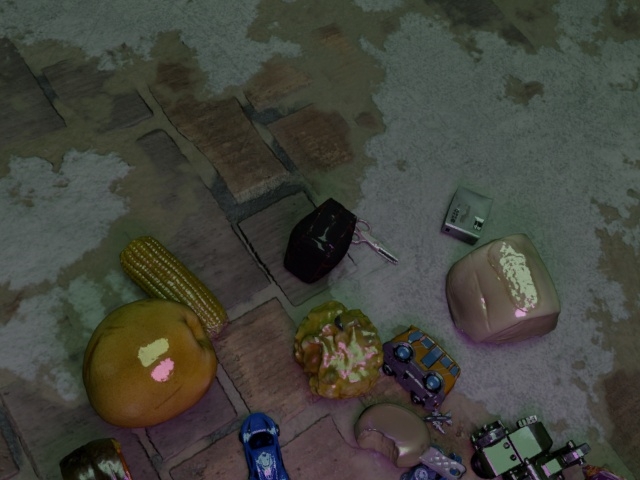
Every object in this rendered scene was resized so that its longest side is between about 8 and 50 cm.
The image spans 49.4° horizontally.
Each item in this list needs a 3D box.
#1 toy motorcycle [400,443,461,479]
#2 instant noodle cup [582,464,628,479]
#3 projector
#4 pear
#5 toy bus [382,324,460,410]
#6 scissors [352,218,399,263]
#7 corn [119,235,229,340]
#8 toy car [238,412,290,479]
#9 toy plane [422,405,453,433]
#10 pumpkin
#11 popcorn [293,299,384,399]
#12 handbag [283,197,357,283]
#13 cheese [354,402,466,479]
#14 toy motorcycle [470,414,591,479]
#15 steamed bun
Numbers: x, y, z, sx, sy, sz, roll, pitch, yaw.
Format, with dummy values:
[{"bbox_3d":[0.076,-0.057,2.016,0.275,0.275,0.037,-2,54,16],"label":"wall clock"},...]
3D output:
[{"bbox_3d":[0.264,0.617,1.693,0.136,0.092,0.254,35,56,0],"label":"toy motorcycle"},{"bbox_3d":[0.667,0.722,1.582,0.340,0.340,0.266,42,77,13],"label":"instant noodle cup"},{"bbox_3d":[0.432,-0.074,2.058,0.115,0.061,0.147,23,64,5],"label":"projector"},{"bbox_3d":[-0.408,0.287,1.654,0.315,0.314,0.314,3,64,-6],"label":"pear"},{"bbox_3d":[0.262,0.323,1.814,0.209,0.126,0.136,44,59,14],"label":"toy bus"},{"bbox_3d":[0.154,0.010,2.005,0.176,0.022,0.085,39,63,15],"label":"scissors"},{"bbox_3d":[-0.380,0.126,1.825,0.344,0.131,0.131,41,67,10],"label":"corn"},{"bbox_3d":[-0.137,0.526,1.697,0.103,0.063,0.216,-10,67,-11],"label":"toy car"},{"bbox_3d":[0.303,0.462,1.802,0.083,0.031,0.078,-1,65,-8],"label":"toy plane"},{"bbox_3d":[-0.461,0.593,1.537,0.139,0.221,0.317,-22,70,-17],"label":"pumpkin"},{"bbox_3d":[0.049,0.276,1.754,0.250,0.225,0.249,2,70,-6],"label":"popcorn"},{"bbox_3d":[0.000,0.000,1.887,0.155,0.215,0.169,39,60,2],"label":"handbag"},{"bbox_3d":[0.219,0.495,1.685,0.286,0.082,0.163,26,38,36],"label":"cheese"},{"bbox_3d":[0.519,0.532,1.753,0.275,0.127,0.205,-24,69,-10],"label":"toy motorcycle"},{"bbox_3d":[0.478,0.143,1.881,0.272,0.273,0.290,-26,66,-1],"label":"steamed bun"}]
